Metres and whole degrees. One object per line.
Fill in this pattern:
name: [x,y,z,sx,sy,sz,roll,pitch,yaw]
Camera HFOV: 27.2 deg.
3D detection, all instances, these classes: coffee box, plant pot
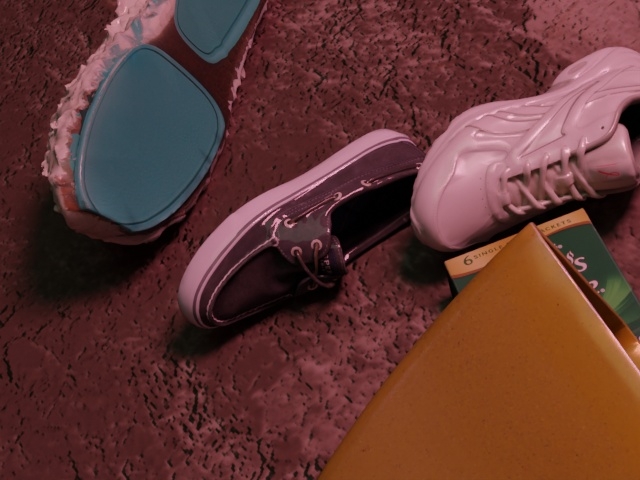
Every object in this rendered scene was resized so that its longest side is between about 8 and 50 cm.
coffee box: [0.164,0.067,0.896,0.113,0.040,0.184,-20,45,2]
plant pot: [0.123,0.153,0.710,0.187,0.212,0.212,-37,60,11]

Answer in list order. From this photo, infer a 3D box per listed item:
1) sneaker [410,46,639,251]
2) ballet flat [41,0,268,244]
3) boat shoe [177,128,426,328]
sneaker: [0.172,-0.062,0.961,0.232,0.090,0.115,-34,30,-10]
ballet flat: [-0.145,-0.138,1.163,0.147,0.147,0.408,3,47,23]
boat shoe: [0.000,0.000,1.001,0.228,0.080,0.076,-33,44,-21]
